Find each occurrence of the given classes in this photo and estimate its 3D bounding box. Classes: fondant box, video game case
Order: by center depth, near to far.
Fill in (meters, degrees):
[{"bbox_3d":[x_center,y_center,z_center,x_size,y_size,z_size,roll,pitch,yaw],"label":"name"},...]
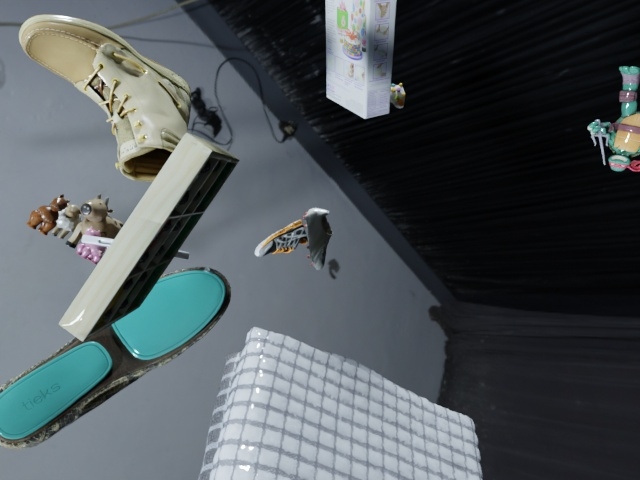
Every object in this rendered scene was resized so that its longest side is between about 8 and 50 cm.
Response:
[{"bbox_3d":[-0.438,0.018,1.160,0.190,0.173,0.022,33,66,-76],"label":"video game case"},{"bbox_3d":[0.110,-0.556,1.409,0.096,0.238,0.331,-19,128,-22],"label":"fondant box"}]

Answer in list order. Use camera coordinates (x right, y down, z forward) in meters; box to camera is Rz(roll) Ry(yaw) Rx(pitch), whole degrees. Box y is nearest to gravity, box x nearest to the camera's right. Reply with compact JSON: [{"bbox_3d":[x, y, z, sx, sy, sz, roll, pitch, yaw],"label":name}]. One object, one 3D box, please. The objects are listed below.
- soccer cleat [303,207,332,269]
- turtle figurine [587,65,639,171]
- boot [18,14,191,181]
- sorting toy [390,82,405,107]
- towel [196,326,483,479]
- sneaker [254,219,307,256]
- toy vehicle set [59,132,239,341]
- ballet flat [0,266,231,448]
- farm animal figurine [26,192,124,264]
[{"bbox_3d":[0.000,0.000,1.377,0.068,0.076,0.197,-64,151,-57],"label":"soccer cleat"},{"bbox_3d":[0.637,-0.225,0.982,0.118,0.175,0.235,-40,141,-69],"label":"turtle figurine"},{"bbox_3d":[-0.303,-0.199,0.711,0.261,0.095,0.204,21,44,-45],"label":"boot"},{"bbox_3d":[0.226,-0.469,1.534,0.075,0.045,0.084,-5,65,-20],"label":"sorting toy"},{"bbox_3d":[0.023,0.239,0.456,0.283,0.121,0.235,26,37,-16],"label":"towel"},{"bbox_3d":[-0.121,0.006,1.571,0.214,0.084,0.083,-31,93,-37],"label":"sneaker"},{"bbox_3d":[-0.206,-0.009,0.614,0.035,0.166,0.267,36,96,-3],"label":"toy vehicle set"},{"bbox_3d":[-0.396,0.219,0.956,0.482,0.182,0.164,-35,80,-20],"label":"ballet flat"},{"bbox_3d":[-0.623,-0.030,1.376,0.330,0.326,0.172,32,78,-10],"label":"farm animal figurine"}]
